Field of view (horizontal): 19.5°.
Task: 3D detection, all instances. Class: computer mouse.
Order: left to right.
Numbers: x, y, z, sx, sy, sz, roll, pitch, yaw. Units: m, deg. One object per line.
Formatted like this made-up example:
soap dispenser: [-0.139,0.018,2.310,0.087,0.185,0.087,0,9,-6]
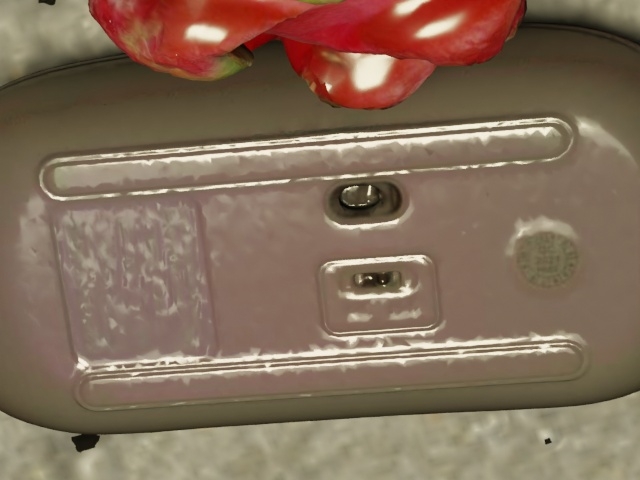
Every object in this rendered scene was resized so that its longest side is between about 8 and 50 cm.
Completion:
computer mouse: [0.001,0.000,0.547,0.232,0.057,0.120,-5,110,7]

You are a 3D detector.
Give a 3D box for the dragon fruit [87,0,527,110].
dragon fruit: [-0.006,-0.171,0.428,0.218,0.198,0.273,11,87,15]
